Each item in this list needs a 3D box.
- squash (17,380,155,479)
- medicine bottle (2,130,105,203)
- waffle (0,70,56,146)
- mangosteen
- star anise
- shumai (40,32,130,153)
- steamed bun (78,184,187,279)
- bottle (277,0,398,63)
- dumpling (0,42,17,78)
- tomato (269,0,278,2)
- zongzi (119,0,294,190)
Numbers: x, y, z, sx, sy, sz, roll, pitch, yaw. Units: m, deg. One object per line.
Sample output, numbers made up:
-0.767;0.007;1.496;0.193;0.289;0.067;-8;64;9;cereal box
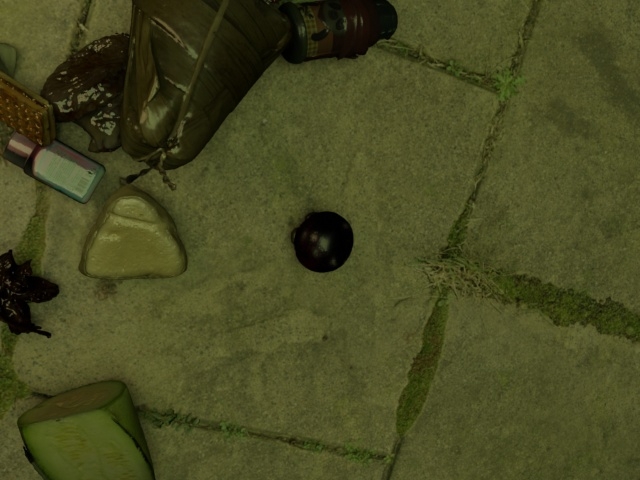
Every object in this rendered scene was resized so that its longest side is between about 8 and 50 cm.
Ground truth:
-0.493;0.488;1.537;0.234;0.210;0.309;-13;99;1;squash
-0.551;-0.158;1.451;0.188;0.119;0.094;30;86;-18;medicine bottle
-0.584;-0.257;1.359;0.148;0.102;0.042;31;52;8;waffle
0.000;0.000;1.634;0.152;0.152;0.152;-3;100;-15;mangosteen
-0.669;0.108;1.465;0.220;0.126;0.190;8;94;-14;star anise
-0.455;-0.294;1.458;0.218;0.184;0.185;-64;155;-26;shumai
-0.402;-0.022;1.523;0.231;0.110;0.212;3;116;-19;steamed bun
0.041;-0.483;1.553;0.271;0.143;0.156;-16;128;-21;bottle
-0.692;-0.316;1.387;0.181;0.111;0.155;-9;134;-23;dumpling
-0.142;-0.619;1.501;0.228;0.101;0.228;-4;109;-11;tomato
-0.355;-0.387;1.335;0.467;0.218;0.500;42;68;-21;zongzi
